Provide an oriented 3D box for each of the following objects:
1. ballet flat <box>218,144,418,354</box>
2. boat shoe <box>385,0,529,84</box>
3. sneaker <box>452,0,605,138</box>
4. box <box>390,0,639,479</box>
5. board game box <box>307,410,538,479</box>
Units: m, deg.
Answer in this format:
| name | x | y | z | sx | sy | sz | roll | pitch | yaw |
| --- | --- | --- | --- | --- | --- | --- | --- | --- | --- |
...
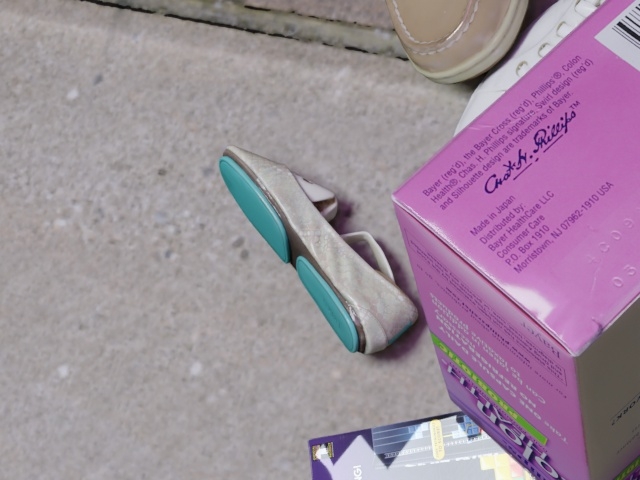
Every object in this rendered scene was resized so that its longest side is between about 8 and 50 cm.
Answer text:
| name | x | y | z | sx | sy | sz | roll | pitch | yaw |
| --- | --- | --- | --- | --- | --- | --- | --- | --- | --- |
| ballet flat | 0.000 | 0.000 | 1.048 | 0.052 | 0.057 | 0.168 | -28 | 66 | -18 |
| boat shoe | 0.060 | -0.242 | 1.048 | 0.109 | 0.098 | 0.302 | -17 | 65 | 35 |
| sneaker | 0.176 | -0.134 | 0.969 | 0.290 | 0.123 | 0.106 | -44 | 65 | 7 |
| box | 0.164 | -0.001 | 0.837 | 0.213 | 0.243 | 0.117 | -42 | 62 | -11 |
| board game box | 0.072 | 0.184 | 0.954 | 0.141 | 0.048 | 0.170 | -13 | 69 | 17 |
